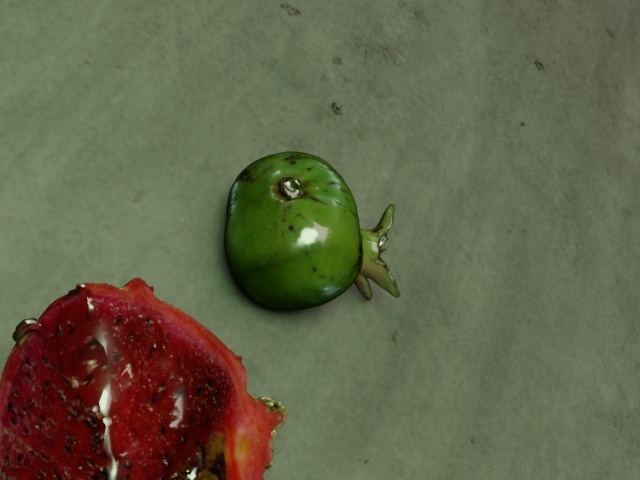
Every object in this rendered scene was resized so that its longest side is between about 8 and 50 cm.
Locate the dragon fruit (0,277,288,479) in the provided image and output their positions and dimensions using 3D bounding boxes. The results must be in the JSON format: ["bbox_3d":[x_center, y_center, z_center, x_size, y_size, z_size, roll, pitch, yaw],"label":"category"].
[{"bbox_3d":[-0.123,0.164,0.619,0.211,0.134,0.262,0,80,-48],"label":"dragon fruit"}]

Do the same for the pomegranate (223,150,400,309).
[{"bbox_3d":[0.000,0.000,0.787,0.191,0.131,0.152,24,50,-32],"label":"pomegranate"}]
